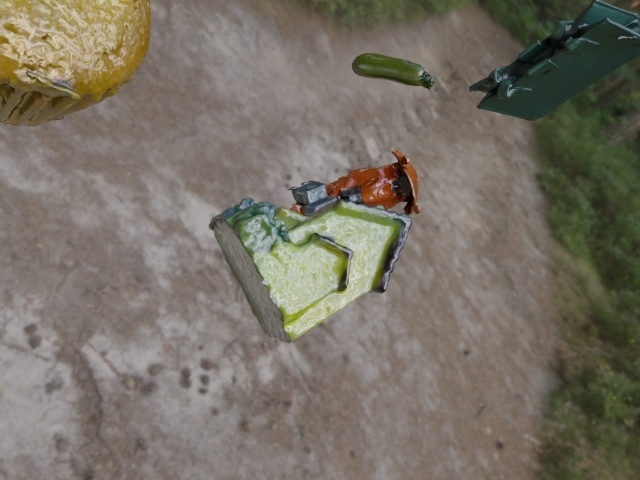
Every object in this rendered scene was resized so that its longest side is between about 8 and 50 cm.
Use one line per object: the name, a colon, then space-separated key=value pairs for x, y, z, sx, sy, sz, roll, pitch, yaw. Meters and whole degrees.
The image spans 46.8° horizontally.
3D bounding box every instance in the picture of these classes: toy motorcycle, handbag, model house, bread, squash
toy motorcycle: x=0.087 y=-0.096 z=1.590 sx=0.221 sy=0.325 sz=0.148 roll=15 pitch=-55 yaw=57
handbag: x=0.501 y=-0.366 z=1.550 sx=0.238 sy=0.326 sz=0.089 roll=-4 pitch=71 yaw=-43
model house: x=0.000 y=0.000 z=0.887 sx=0.170 sy=0.211 sz=0.194 roll=63 pitch=-13 yaw=0
bread: x=-0.275 y=-0.225 z=0.695 sx=0.239 sy=0.139 sz=0.240 roll=13 pitch=66 yaw=-31
squash: x=0.142 y=-0.334 z=1.449 sx=0.183 sy=0.052 sz=0.052 roll=20 pitch=2 yaw=30
